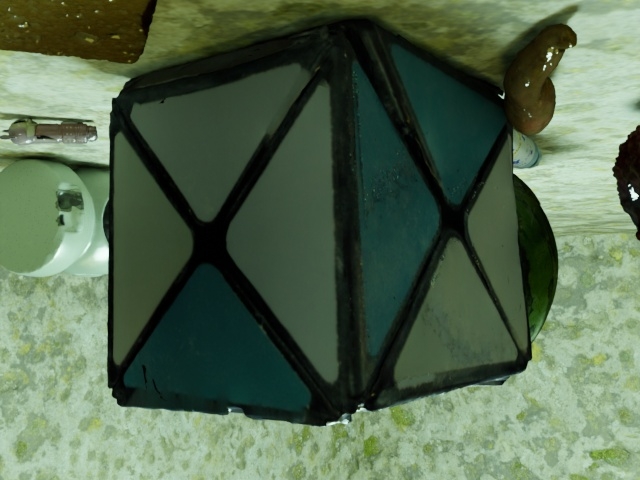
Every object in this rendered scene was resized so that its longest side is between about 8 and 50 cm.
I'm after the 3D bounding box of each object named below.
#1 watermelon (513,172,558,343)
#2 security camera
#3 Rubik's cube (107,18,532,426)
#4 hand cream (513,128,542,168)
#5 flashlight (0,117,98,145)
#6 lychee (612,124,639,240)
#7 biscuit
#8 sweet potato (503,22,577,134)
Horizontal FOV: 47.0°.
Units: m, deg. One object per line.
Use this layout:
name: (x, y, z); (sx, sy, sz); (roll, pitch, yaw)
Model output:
watermelon: (0.177, 0.048, 1.106); (0.362, 0.364, 0.363); (0, 177, 0)
security camera: (-0.412, -0.031, 1.238); (0.194, 0.195, 0.236); (-1, 175, 25)
Rubik's cube: (0.000, 0.000, 0.703); (0.310, 0.307, 0.305); (-4, 172, 36)
hand cream: (0.228, -0.121, 0.914); (0.065, 0.043, 0.170); (-9, 167, 38)
flashlight: (-0.325, -0.131, 0.883); (0.110, 0.031, 0.052); (-3, -158, -16)
lychee: (0.414, -0.064, 0.788); (0.187, 0.188, 0.188); (0, 177, 0)
biscuit: (-0.167, -0.157, 0.460); (0.130, 0.025, 0.231); (3, 176, -19)
sweet potato: (0.184, -0.136, 0.632); (0.050, 0.050, 0.214); (0, 171, 12)
